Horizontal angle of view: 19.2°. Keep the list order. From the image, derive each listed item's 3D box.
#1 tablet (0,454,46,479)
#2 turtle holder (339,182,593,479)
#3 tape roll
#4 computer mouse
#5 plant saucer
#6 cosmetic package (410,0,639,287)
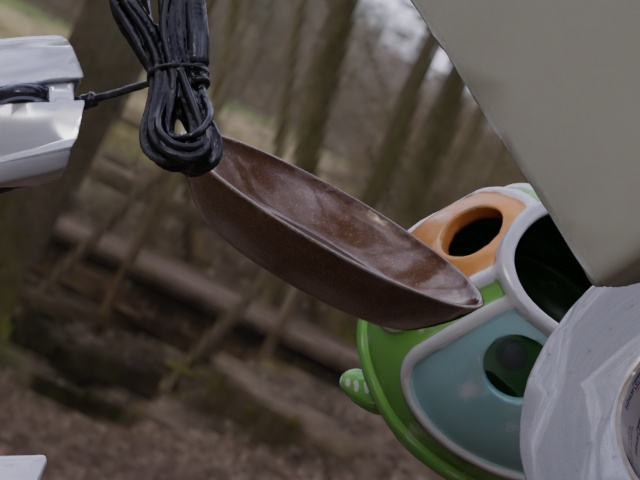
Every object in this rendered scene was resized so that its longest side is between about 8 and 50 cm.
[{"bbox_3d":[-0.181,0.127,0.939,0.083,0.054,0.006,-3,-48,19],"label":"tablet"},{"bbox_3d":[0.186,0.100,1.491,0.320,0.243,0.227,57,-28,14],"label":"turtle holder"},{"bbox_3d":[0.216,0.104,0.973,0.219,0.219,0.072,27,-15,35],"label":"tape roll"},{"bbox_3d":[-0.132,-0.052,0.780,0.193,0.106,0.042,-18,-25,21],"label":"computer mouse"},{"bbox_3d":[0.000,0.000,1.083,0.199,0.036,0.198,28,10,-5],"label":"plant saucer"},{"bbox_3d":[0.175,-0.118,0.523,0.129,0.296,0.153,58,16,7],"label":"cosmetic package"}]
